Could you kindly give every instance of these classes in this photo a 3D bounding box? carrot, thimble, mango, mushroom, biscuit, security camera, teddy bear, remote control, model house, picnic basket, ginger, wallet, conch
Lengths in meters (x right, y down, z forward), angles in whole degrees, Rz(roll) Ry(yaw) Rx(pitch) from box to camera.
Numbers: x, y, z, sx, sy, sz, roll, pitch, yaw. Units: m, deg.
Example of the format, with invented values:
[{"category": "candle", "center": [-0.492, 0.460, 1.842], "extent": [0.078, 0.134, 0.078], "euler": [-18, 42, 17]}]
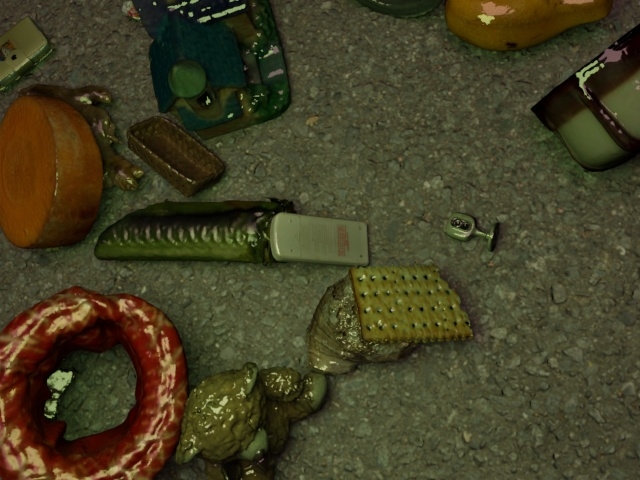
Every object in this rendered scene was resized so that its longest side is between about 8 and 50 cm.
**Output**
[{"category": "carrot", "center": [-0.538, -0.136, 1.326], "extent": [0.258, 0.100, 0.307], "euler": [-23, 75, 31]}, {"category": "thimble", "center": [-0.387, 0.252, 1.132], "extent": [0.350, 0.230, 0.350], "euler": [3, 78, -15]}, {"category": "mango", "center": [0.378, -0.437, 1.270], "extent": [0.294, 0.120, 0.177], "euler": [-1, 68, 8]}, {"category": "mushroom", "center": [-0.544, 0.258, 1.260], "extent": [0.141, 0.117, 0.188], "euler": [28, 75, -27]}, {"category": "biscuit", "center": [0.147, 0.102, 1.124], "extent": [0.203, 0.016, 0.144], "euler": [-1, 64, -20]}, {"category": "security camera", "center": [0.269, -0.018, 1.222], "extent": [0.092, 0.058, 0.058], "euler": [16, 79, 22]}, {"category": "teddy bear", "center": [-0.124, 0.292, 1.108], "extent": [0.156, 0.256, 0.267], "euler": [33, 83, 20]}, {"category": "remote control", "center": [0.000, 0.000, 1.220], "extent": [0.190, 0.029, 0.088], "euler": [5, 74, -27]}, {"category": "model house", "center": [-0.213, -0.383, 1.273], "extent": [0.245, 0.280, 0.312], "euler": [-13, 75, 6]}, {"category": "picnic basket", "center": [-0.284, -0.163, 1.330], "extent": [0.193, 0.055, 0.110], "euler": [40, 44, 15]}, {"category": "ginger", "center": [-0.470, -0.212, 1.384], "extent": [0.166, 0.080, 0.333], "euler": [-32, 70, -5]}, {"category": "wallet", "center": [-0.662, -0.402, 1.482], "extent": [0.155, 0.039, 0.110], "euler": [-40, 70, -2]}, {"category": "conch", "center": [0.066, 0.142, 1.189], "extent": [0.245, 0.163, 0.178], "euler": [-35, 37, 16]}]

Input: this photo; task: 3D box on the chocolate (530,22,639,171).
[{"category": "chocolate", "center": [0.512, -0.232, 1.139], "extent": [0.283, 0.283, 0.186], "euler": [-38, 89, -1]}]

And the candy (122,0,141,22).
[{"category": "candy", "center": [-0.284, -0.528, 1.437], "extent": [0.292, 0.059, 0.086], "euler": [-22, 72, 3]}]

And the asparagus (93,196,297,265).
[{"category": "asparagus", "center": [-0.233, -0.017, 1.277], "extent": [0.381, 0.108, 0.128], "euler": [0, 77, 11]}]

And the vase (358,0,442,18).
[{"category": "vase", "center": [0.174, -0.614, 1.307], "extent": [0.245, 0.245, 0.291], "euler": [20, 72, 14]}]
